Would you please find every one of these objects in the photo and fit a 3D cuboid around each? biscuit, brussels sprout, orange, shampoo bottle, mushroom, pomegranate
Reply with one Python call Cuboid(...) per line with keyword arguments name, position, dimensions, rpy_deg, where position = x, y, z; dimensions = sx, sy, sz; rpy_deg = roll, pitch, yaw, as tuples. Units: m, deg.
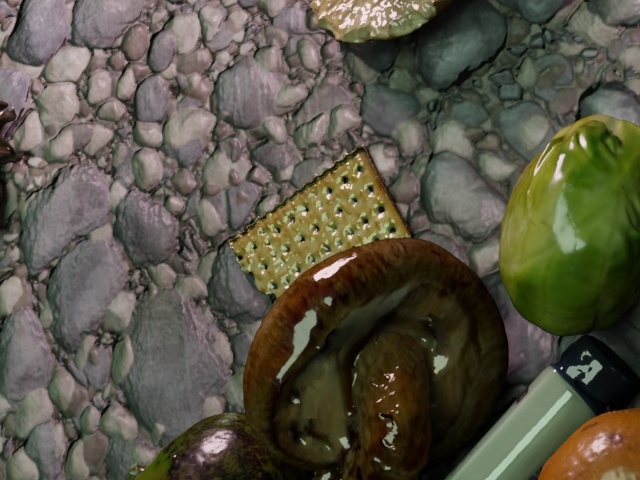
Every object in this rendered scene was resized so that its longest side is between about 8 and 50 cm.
Cuboid(name="biscuit", position=(0.000, 0.000, 2.088), dimensions=(0.203, 0.016, 0.144), rpy_deg=(-37, 64, 18))
Cuboid(name="brussels sprout", position=(0.255, -0.014, 1.837), dimensions=(0.161, 0.223, 0.223), rpy_deg=(12, 86, 17))
Cuboid(name="orange", position=(0.305, 0.267, 1.755), dimensions=(0.224, 0.170, 0.224), rpy_deg=(1, 100, 3))
Cuboid(name="shampoo bottle", position=(0.177, 0.249, 1.865), dimensions=(0.359, 0.134, 0.078), rpy_deg=(-49, 60, 9))
Cuboid(name="mushroom", position=(0.026, -0.303, 1.993), dimensions=(0.233, 0.302, 0.208), rpy_deg=(-4, 111, 42))
Cuboid(name="pomegranate", position=(-0.071, 0.307, 1.988), dimensions=(0.222, 0.276, 0.204), rpy_deg=(-68, 19, 7))
Cuboid(name="mushroom", position=(0.051, 0.146, 1.907), dimensions=(0.195, 0.263, 0.283), rpy_deg=(-27, 46, 61))

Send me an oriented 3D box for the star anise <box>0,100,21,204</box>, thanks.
Cuboid(name="star anise", position=(-0.477, -0.110, 2.340), dimensions=(0.220, 0.099, 0.214), rpy_deg=(15, 78, 32))
